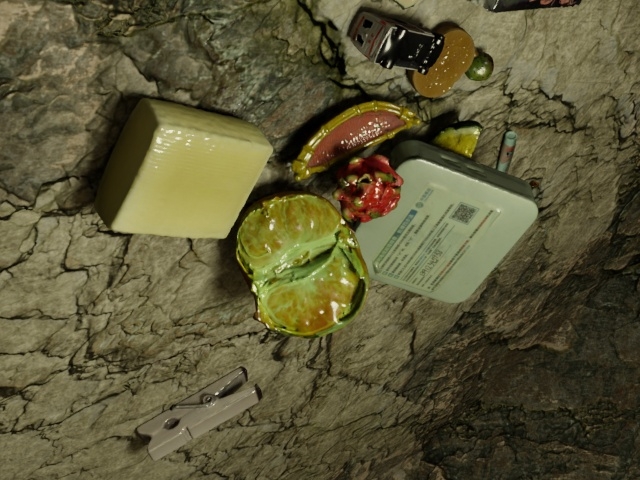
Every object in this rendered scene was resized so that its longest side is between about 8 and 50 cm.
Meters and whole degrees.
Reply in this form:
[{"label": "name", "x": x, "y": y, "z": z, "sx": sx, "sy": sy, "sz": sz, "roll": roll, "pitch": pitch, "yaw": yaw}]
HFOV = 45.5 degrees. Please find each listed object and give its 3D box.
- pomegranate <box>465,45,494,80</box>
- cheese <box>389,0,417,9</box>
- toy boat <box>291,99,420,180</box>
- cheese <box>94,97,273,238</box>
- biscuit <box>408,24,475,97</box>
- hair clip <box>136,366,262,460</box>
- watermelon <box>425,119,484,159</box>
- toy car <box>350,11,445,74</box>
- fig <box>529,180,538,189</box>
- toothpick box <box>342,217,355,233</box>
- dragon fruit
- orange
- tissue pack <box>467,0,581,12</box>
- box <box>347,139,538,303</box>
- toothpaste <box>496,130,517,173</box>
[{"label": "pomegranate", "x": 0.371, "y": -0.415, "z": 1.785, "sx": 0.073, "sy": 0.073, "sz": 0.084, "roll": -15, "pitch": 113, "yaw": -34}, {"label": "cheese", "x": 0.154, "y": -0.521, "z": 1.465, "sx": 0.092, "sy": 0.047, "sz": 0.171, "roll": -41, "pitch": 146, "yaw": -7}, {"label": "toy boat", "x": 0.062, "y": -0.225, "z": 1.658, "sx": 0.318, "sy": 0.099, "sz": 0.141, "roll": -27, "pitch": 140, "yaw": -17}, {"label": "cheese", "x": -0.256, "y": -0.125, "z": 1.427, "sx": 0.265, "sy": 0.124, "sz": 0.242, "roll": 6, "pitch": 120, "yaw": -46}, {"label": "biscuit", "x": 0.259, "y": -0.406, "z": 1.699, "sx": 0.170, "sy": 0.050, "sz": 0.170, "roll": -19, "pitch": 136, "yaw": -19}, {"label": "hair clip", "x": -0.320, "y": 0.455, "z": 2.026, "sx": 0.331, "sy": 0.101, "sz": 0.085, "roll": -27, "pitch": 146, "yaw": -18}, {"label": "watermelon", "x": 0.317, "y": -0.193, "z": 1.912, "sx": 0.123, "sy": 0.129, "sz": 0.301, "roll": -21, "pitch": 146, "yaw": -35}, {"label": "toy car", "x": 0.160, "y": -0.405, "z": 1.553, "sx": 0.209, "sy": 0.108, "sz": 0.089, "roll": -7, "pitch": 130, "yaw": -46}, {"label": "fig", "x": 0.542, "y": -0.087, "z": 2.225, "sx": 0.170, "sy": 0.145, "sz": 0.274, "roll": -10, "pitch": 149, "yaw": -39}, {"label": "toothpick box", "x": 0.000, "y": 0.000, "z": 1.837, "sx": 0.149, "sy": 0.098, "sz": 0.098, "roll": -46, "pitch": 146, "yaw": 7}, {"label": "dragon fruit", "x": 0.096, "y": -0.120, "z": 1.677, "sx": 0.172, "sy": 0.166, "sz": 0.160, "roll": 83, "pitch": 22, "yaw": -75}, {"label": "orange", "x": -0.034, "y": 0.049, "z": 1.699, "sx": 0.262, "sy": 0.334, "sz": 0.196, "roll": -28, "pitch": 180, "yaw": 21}, {"label": "tissue pack", "x": 0.460, "y": -0.614, "z": 1.610, "sx": 0.332, "sy": 0.123, "sz": 0.245, "roll": -17, "pitch": 133, "yaw": -37}, {"label": "box", "x": 0.280, "y": -0.035, "z": 1.903, "sx": 0.396, "sy": 0.111, "sz": 0.396, "roll": 18, "pitch": 128, "yaw": -19}, {"label": "toothpaste", "x": 0.524, "y": -0.226, "z": 2.171, "sx": 0.056, "sy": 0.036, "sz": 0.205, "roll": -31, "pitch": 148, "yaw": -20}]
